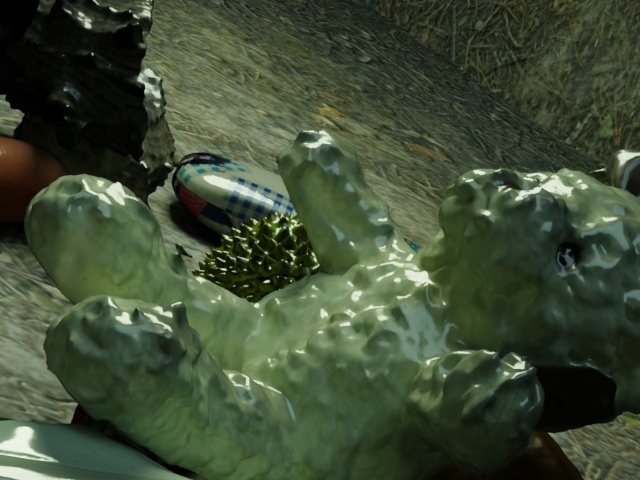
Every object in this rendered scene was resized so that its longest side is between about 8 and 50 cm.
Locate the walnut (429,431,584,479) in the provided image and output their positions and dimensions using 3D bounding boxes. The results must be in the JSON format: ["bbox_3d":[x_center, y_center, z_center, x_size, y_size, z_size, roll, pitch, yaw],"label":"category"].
[{"bbox_3d":[0.127,0.191,1.126,0.137,0.137,0.245,23,13,-21],"label":"walnut"}]

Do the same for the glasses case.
[{"bbox_3d":[0.000,0.000,1.597,0.327,0.076,0.125,26,17,-8],"label":"glasses case"}]

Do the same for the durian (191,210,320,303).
[{"bbox_3d":[-0.008,0.059,1.220,0.198,0.146,0.159,32,1,19],"label":"durian"}]

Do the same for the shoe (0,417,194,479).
[{"bbox_3d":[-0.105,0.154,0.888,0.265,0.095,0.110,19,17,-24],"label":"shoe"}]

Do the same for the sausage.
[{"bbox_3d":[-0.278,-0.051,1.282,0.077,0.077,0.194,38,17,30],"label":"sausage"}]

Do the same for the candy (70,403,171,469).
[{"bbox_3d":[-0.117,0.110,1.073,0.086,0.059,0.292,25,15,-2],"label":"candy"}]

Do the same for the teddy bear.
[{"bbox_3d":[0.069,0.008,1.010,0.375,0.362,0.327,41,15,-36],"label":"teddy bear"}]

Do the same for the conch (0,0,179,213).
[{"bbox_3d":[-0.218,-0.122,1.443,0.241,0.186,0.313,58,-21,-1],"label":"conch"}]

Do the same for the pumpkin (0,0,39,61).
[{"bbox_3d":[-0.383,-0.256,1.220,0.363,0.364,0.266,13,6,-45],"label":"pumpkin"}]
